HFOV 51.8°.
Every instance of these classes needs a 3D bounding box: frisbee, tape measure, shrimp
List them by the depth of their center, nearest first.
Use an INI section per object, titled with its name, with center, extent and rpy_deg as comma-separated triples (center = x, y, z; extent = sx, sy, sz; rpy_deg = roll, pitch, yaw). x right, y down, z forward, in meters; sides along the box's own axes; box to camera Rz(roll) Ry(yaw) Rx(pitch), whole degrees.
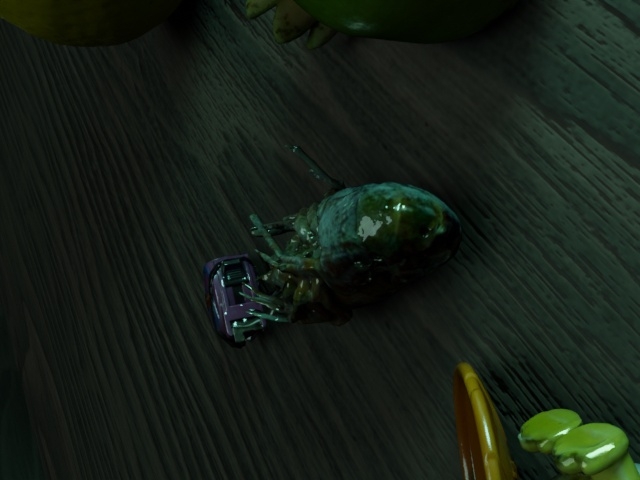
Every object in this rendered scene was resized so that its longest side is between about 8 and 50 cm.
[frisbee]
center = 0.138, 0.193, 0.525
extent = 0.192, 0.035, 0.192
rpy_deg = -8, -90, -85
[shrimp]
center = 0.001, 0.000, 0.685
extent = 0.372, 0.137, 0.172
rpy_deg = -16, 66, 52
[tape measure]
center = -0.114, 0.082, 0.887
extent = 0.118, 0.074, 0.125
rpy_deg = 137, 123, -71

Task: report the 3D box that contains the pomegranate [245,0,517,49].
[pomegranate]
center = 0.015, -0.295, 0.547
extent = 0.358, 0.216, 0.310
rpy_deg = -36, 69, 51

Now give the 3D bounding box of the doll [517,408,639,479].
[doll]
center = 0.206, 0.263, 0.433
extent = 0.141, 0.117, 0.297
rpy_deg = 154, 109, -75

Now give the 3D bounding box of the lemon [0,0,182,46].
[lemon]
center = -0.338, -0.433, 0.928
extent = 0.364, 0.364, 0.365
rpy_deg = 10, 102, 54
